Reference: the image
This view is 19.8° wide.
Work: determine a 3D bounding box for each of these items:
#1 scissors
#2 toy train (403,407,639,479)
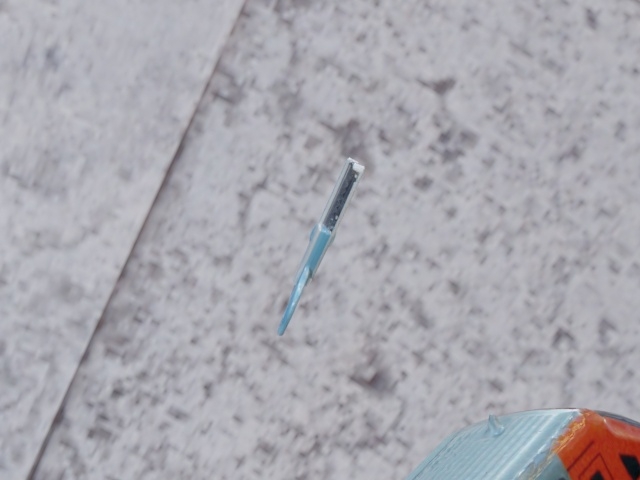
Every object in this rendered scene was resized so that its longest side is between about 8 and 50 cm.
[{"bbox_3d":[0.000,0.000,1.020,0.014,0.119,0.058,24,37,-2],"label":"scissors"},{"bbox_3d":[0.011,0.168,0.672,0.409,0.086,0.089,-40,108,-43],"label":"toy train"}]
